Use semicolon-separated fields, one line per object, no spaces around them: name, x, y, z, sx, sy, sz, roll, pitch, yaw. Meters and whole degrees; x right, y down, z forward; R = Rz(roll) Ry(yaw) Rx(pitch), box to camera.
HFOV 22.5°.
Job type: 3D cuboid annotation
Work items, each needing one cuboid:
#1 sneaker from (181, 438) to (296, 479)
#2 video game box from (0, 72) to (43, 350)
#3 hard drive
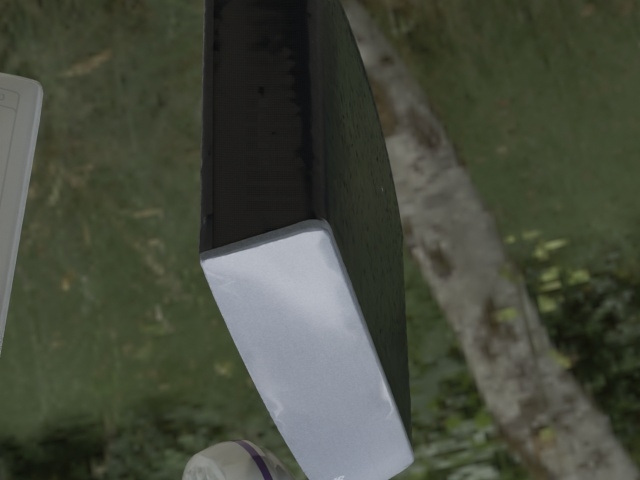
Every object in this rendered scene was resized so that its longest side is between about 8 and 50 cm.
sneaker;0.033;0.202;0.854;0.161;0.282;0.102;-29;-156;-24
video game box;-0.174;0.028;0.387;0.187;0.205;0.048;15;143;-17
hard drive;0.000;0.000;0.705;0.054;0.172;0.254;-6;150;9
